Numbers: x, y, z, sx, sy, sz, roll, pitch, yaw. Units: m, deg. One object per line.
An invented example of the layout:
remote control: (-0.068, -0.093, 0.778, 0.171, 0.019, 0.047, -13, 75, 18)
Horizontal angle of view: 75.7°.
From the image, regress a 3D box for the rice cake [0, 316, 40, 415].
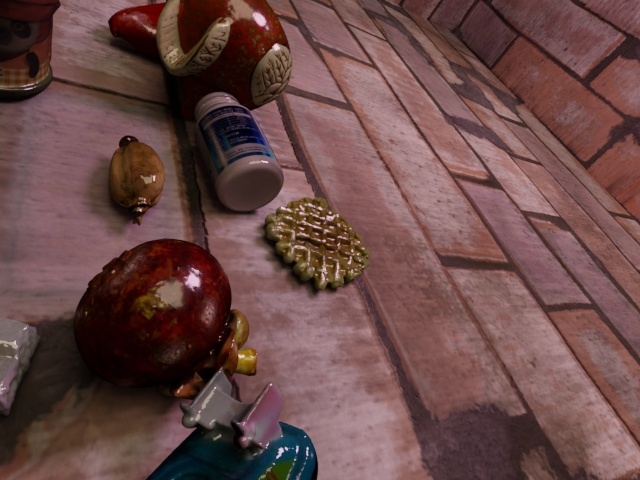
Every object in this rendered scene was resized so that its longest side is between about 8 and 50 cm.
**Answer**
rice cake: (-0.354, 0.075, 0.329, 0.226, 0.040, 0.085, 22, 40, -17)

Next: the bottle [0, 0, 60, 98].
bottle: (-0.409, -0.323, 0.505, 0.143, 0.271, 0.156, 30, 39, -7)

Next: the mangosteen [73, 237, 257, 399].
mangosteen: (-0.151, 0.091, 0.411, 0.146, 0.181, 0.156, -17, 31, 2)

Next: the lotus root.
lotus root: (-0.244, -0.082, 0.552, 0.072, 0.063, 0.151, -17, 58, -2)

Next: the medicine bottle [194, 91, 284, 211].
medicine bottle: (-0.138, -0.148, 0.661, 0.107, 0.107, 0.191, -2, 52, -38)

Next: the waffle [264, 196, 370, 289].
waffle: (0.000, 0.000, 0.672, 0.169, 0.036, 0.183, 47, 40, 11)

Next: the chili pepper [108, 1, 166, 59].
chili pepper: (-0.290, -0.417, 0.838, 0.253, 0.136, 0.144, -31, 117, -39)

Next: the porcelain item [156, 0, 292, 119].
porcelain item: (-0.180, -0.316, 0.727, 0.253, 0.253, 0.252, 20, 41, -19)

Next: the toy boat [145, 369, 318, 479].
toy boat: (-0.124, 0.219, 0.245, 0.299, 0.134, 0.092, -49, 128, -44)
